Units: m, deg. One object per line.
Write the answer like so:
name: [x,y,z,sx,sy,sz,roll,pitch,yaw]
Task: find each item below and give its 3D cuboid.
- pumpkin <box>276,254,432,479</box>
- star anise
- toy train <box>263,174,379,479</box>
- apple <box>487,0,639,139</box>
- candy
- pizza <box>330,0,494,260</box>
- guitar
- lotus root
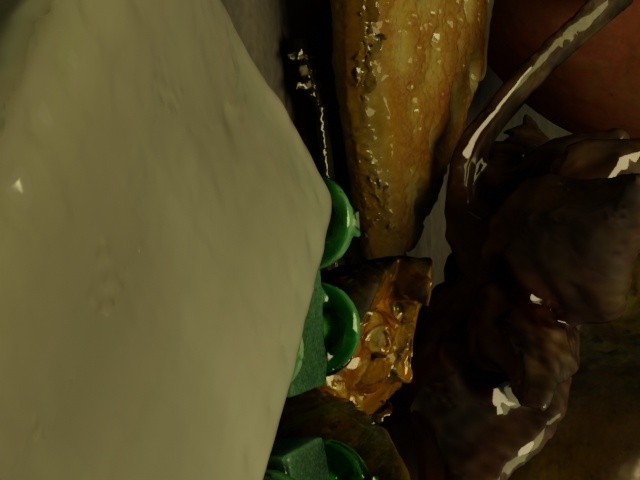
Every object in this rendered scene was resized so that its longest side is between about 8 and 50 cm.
pumpkin: [0.005,0.091,0.873,0.119,0.108,0.183,96,-3,-52]
star anise: [0.111,0.015,1.003,0.349,0.109,0.292,-61,-162,15]
toy train: [-0.040,0.078,0.751,0.085,0.119,0.251,-9,96,-61]
apple: [0.252,-0.245,1.224,0.364,0.364,0.364,-3,90,-68]
candy: [-0.119,0.044,0.527,0.208,0.145,0.358,63,31,-42]
pizza: [0.040,-0.095,1.034,0.188,0.080,0.204,-22,117,-64]
guitar: [0.000,0.000,0.984,0.088,0.025,0.233,-22,107,-68]
lotus root: [0.200,0.134,1.187,0.346,0.250,0.250,-57,139,-55]
